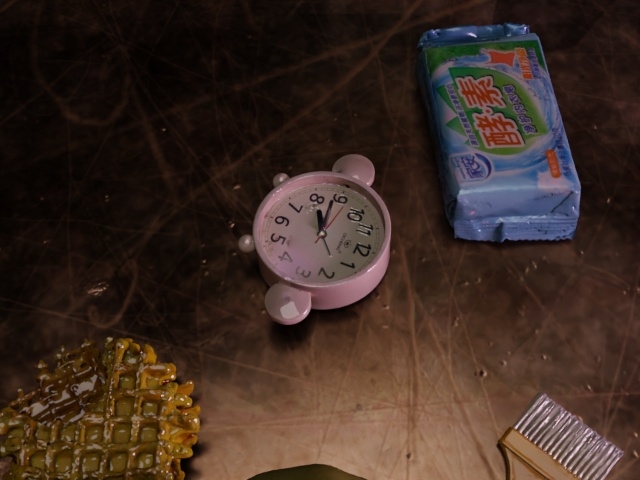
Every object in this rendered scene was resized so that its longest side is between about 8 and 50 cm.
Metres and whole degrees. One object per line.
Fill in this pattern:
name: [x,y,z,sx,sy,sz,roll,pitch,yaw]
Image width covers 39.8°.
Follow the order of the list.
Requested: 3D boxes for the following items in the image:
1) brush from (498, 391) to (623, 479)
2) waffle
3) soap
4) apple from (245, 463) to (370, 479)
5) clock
brush: [0.176,0.274,0.851,0.103,0.013,0.272,37,68,20]
waffle: [-0.220,0.188,0.874,0.197,0.070,0.193,24,64,13]
soap: [0.204,-0.136,1.046,0.156,0.077,0.293,-6,60,-3]
apple: [-0.018,0.312,0.688,0.279,0.279,0.279,0,60,1]
clock: [0.000,0.000,0.984,0.156,0.063,0.229,18,60,14]
